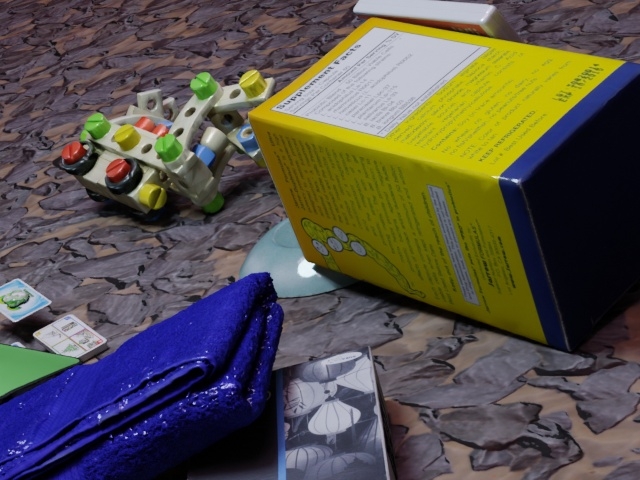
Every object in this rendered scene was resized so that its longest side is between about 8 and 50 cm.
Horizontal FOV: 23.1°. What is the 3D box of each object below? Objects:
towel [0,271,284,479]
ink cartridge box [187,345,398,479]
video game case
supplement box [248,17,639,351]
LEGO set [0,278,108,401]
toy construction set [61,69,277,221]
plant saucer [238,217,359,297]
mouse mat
[{"bbox_3d":[-0.182,0.141,1.351,0.308,0.076,0.227,-28,20,16],"label":"towel"},{"bbox_3d":[-0.021,0.199,1.236,0.165,0.065,0.332,-14,24,3],"label":"ink cartridge box"},{"bbox_3d":[0.183,-0.154,1.652,0.204,0.285,0.025,16,67,51],"label":"video game case"},{"bbox_3d":[0.137,-0.065,1.499,0.194,0.195,0.357,-40,37,-27],"label":"supplement box"},{"bbox_3d":[-0.364,0.118,1.684,0.182,0.060,0.244,-29,38,-30],"label":"LEGO set"},{"bbox_3d":[-0.197,-0.128,1.976,0.215,0.151,0.328,-52,26,-15],"label":"toy construction set"},{"bbox_3d":[0.000,0.000,1.705,0.195,0.037,0.195,-14,23,6],"label":"plant saucer"},{"bbox_3d":[-0.343,0.127,1.542,0.153,0.007,0.190,8,13,21],"label":"mouse mat"}]
